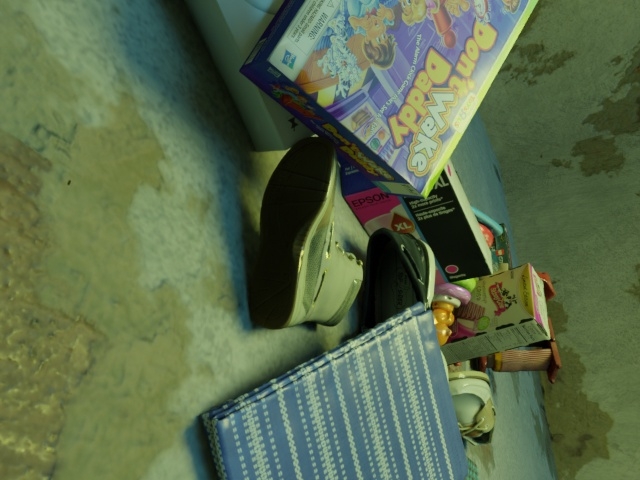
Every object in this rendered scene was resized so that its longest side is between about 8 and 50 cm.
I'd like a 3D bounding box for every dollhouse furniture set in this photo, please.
[{"bbox_3d":[0.506,0.222,1.268,0.374,0.201,0.152,71,20,-49],"label":"dollhouse furniture set"}]

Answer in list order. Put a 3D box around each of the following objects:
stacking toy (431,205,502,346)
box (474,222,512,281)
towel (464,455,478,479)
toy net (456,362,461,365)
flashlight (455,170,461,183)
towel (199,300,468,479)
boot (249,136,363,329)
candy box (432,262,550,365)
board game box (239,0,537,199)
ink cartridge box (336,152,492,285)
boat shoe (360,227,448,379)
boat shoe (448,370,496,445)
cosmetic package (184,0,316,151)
[{"bbox_3d":[0.270,0.082,1.053,0.166,0.175,0.302,27,66,-32],"label":"stacking toy"},{"bbox_3d":[0.451,0.061,1.392,0.044,0.159,0.233,56,32,-34],"label":"box"},{"bbox_3d":[0.249,0.554,0.873,0.271,0.040,0.370,50,36,-42],"label":"towel"},{"bbox_3d":[0.363,0.252,1.246,0.232,0.045,0.122,26,53,-57],"label":"toy net"},{"bbox_3d":[0.263,-0.228,1.246,0.304,0.103,0.103,55,6,-33],"label":"flashlight"},{"bbox_3d":[0.044,0.227,0.537,0.336,0.040,0.243,-17,93,-43],"label":"towel"},{"bbox_3d":[0.000,0.000,0.590,0.165,0.077,0.213,19,82,-61],"label":"boot"},{"bbox_3d":[0.351,0.159,1.048,0.071,0.233,0.159,47,37,-23],"label":"candy box"},{"bbox_3d":[0.104,-0.255,0.548,0.233,0.078,0.347,34,82,-30],"label":"board game box"},{"bbox_3d":[0.164,-0.052,0.867,0.371,0.176,0.069,54,34,-36],"label":"ink cartridge box"},{"bbox_3d":[0.108,0.129,0.725,0.113,0.127,0.340,34,54,-39],"label":"boat shoe"},{"bbox_3d":[0.308,0.347,1.012,0.302,0.113,0.103,43,35,-49],"label":"boat shoe"},{"bbox_3d":[0.031,-0.317,0.598,0.377,0.097,0.284,-34,114,-20],"label":"cosmetic package"}]
